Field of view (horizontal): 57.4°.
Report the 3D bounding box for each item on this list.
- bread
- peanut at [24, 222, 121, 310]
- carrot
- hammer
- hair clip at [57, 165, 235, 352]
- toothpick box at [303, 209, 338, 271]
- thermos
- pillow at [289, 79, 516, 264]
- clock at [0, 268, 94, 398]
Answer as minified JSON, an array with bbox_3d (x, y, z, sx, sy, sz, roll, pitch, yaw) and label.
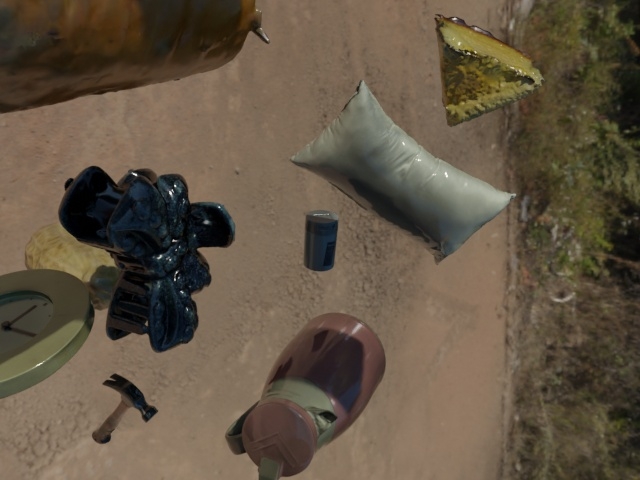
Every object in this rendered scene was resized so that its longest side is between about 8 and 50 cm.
[{"bbox_3d":[0.254,-0.296,0.944,0.160,0.169,0.140,56,27,-34],"label":"bread"},{"bbox_3d":[-0.514,0.058,1.218,0.140,0.325,0.153,-52,139,-17],"label":"peanut"},{"bbox_3d":[-0.215,-0.213,0.429,0.340,0.224,0.224,-27,119,-48],"label":"carrot"},{"bbox_3d":[-0.398,0.344,1.138,0.111,0.288,0.033,46,45,5],"label":"hammer"},{"bbox_3d":[-0.259,0.013,0.911,0.206,0.194,0.310,-59,154,-46],"label":"hair clip"},{"bbox_3d":[0.000,0.000,0.907,0.052,0.052,0.083,-29,132,-48],"label":"toothpick box"},{"bbox_3d":[-0.022,0.209,0.779,0.146,0.176,0.265,63,22,-1],"label":"thermos"},{"bbox_3d":[0.102,-0.079,0.736,0.254,0.144,0.078,34,41,-12],"label":"pillow"},{"bbox_3d":[-0.434,0.123,0.811,0.235,0.234,0.029,-43,141,-41],"label":"clock"}]
